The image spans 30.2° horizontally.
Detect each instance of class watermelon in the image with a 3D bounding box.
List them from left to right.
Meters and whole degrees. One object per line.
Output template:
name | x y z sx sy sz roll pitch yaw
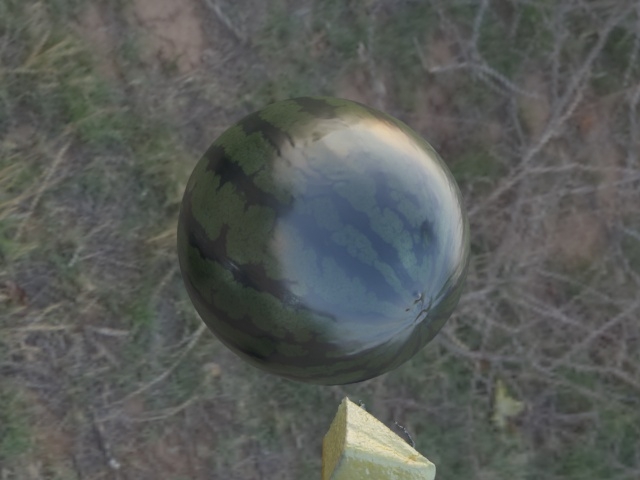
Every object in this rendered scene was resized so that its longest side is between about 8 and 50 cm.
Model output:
watermelon | 0.000 0.000 0.850 0.212 0.212 0.212 15 69 -42

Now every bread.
bread | 0.061 0.210 1.160 0.109 0.084 0.080 14 37 -5
